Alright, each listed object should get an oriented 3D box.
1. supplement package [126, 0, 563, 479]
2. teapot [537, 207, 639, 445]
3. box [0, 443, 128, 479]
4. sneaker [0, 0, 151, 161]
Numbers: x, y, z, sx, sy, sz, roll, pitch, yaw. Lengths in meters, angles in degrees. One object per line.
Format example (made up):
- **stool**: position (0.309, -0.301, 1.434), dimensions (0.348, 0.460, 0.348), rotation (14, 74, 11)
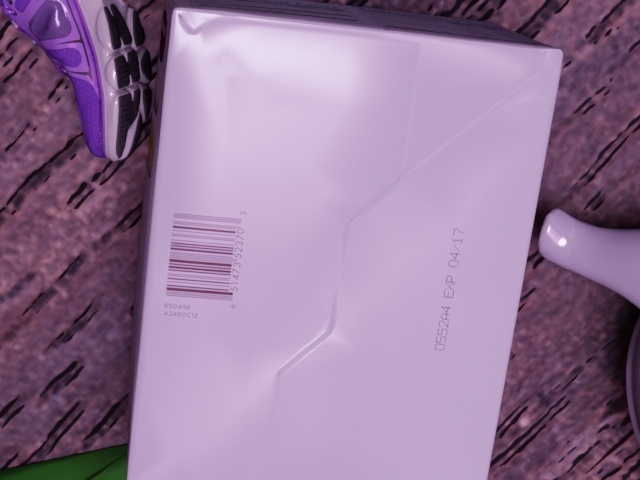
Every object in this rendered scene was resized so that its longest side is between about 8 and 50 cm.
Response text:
- **supplement package**: position (0.000, 0.000, 0.723), dimensions (0.204, 0.145, 0.261), rotation (5, 105, -9)
- **teapot**: position (0.281, 0.091, 0.770), dimensions (0.253, 0.187, 0.255), rotation (-7, 90, -32)
- **box**: position (-0.206, 0.276, 0.789), dimensions (0.262, 0.127, 0.231), rotation (-12, 108, -3)
- **sneaker**: position (-0.145, -0.126, 0.723), dimensions (0.071, 0.068, 0.169), rotation (-14, 99, 13)
